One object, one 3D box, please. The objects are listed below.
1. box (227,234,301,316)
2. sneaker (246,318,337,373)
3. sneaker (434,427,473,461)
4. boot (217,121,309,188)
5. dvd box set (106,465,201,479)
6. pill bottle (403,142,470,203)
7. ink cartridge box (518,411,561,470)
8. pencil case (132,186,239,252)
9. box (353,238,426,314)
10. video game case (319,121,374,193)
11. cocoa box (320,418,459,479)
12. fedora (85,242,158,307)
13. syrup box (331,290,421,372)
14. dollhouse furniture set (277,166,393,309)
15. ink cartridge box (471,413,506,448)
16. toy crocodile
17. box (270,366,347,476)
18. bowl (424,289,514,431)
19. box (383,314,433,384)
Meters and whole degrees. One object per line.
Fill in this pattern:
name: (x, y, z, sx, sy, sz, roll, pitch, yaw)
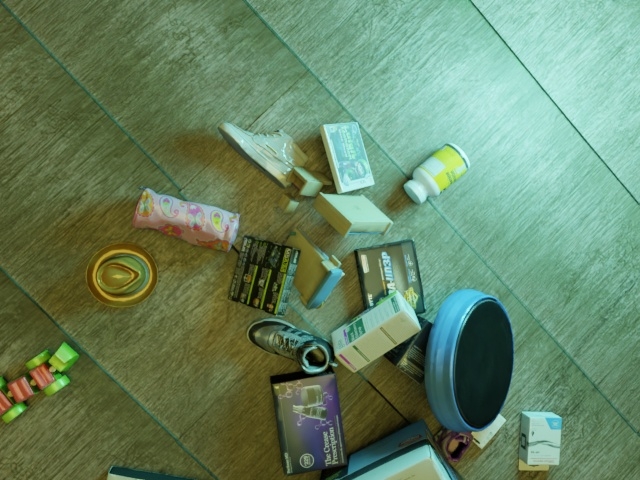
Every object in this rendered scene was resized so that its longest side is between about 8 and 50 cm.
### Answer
box: (-0.156, 0.094, 1.623, 0.184, 0.045, 0.191, 13, 88, 32)
sneaker: (-0.075, 0.291, 1.632, 0.268, 0.153, 0.101, 20, 87, -6)
sneaker: (0.412, 0.546, 1.725, 0.095, 0.104, 0.237, 27, 86, -6)
boot: (-0.156, -0.271, 1.660, 0.258, 0.095, 0.123, 40, 79, -14)
dvd box set: (-0.475, 0.861, 1.629, 0.307, 0.062, 0.421, 13, 89, -8)
pill bottle: (0.334, -0.191, 1.710, 0.184, 0.103, 0.103, -40, 95, -5)
ink cartridge box: (0.662, 0.614, 1.780, 0.104, 0.060, 0.180, 3, 90, -8)
pencil case: (-0.366, -0.056, 1.613, 0.283, 0.124, 0.124, 16, 88, -7)
box: (0.203, 0.117, 1.720, 0.175, 0.051, 0.221, -10, 92, -7)
video game case: (0.077, -0.236, 1.660, 0.022, 0.173, 0.191, -14, 93, 37)
cocoa box: (0.191, 0.694, 1.599, 0.347, 0.228, 0.232, -30, 94, 8)
fedora: (-0.544, 0.096, 1.607, 0.194, 0.079, 0.195, 0, 90, -8)
syrup box: (0.151, 0.255, 1.644, 0.236, 0.093, 0.096, -35, 118, 14)
dollhouse furniture set: (0.000, 0.000, 1.677, 0.286, 0.198, 0.303, 46, 117, 29)
ink cartridge box: (0.496, 0.560, 1.774, 0.063, 0.029, 0.115, 42, 86, -6)
toy crocodile: (-0.791, 0.392, 1.562, 0.340, 0.105, 0.115, -33, 94, -6)
box: (-0.034, 0.507, 1.668, 0.184, 0.103, 0.262, -8, 91, -5)
bowl: (0.423, 0.331, 1.624, 0.391, 0.077, 0.392, -1, 91, -48)
box: (0.273, 0.304, 1.679, 0.093, 0.156, 0.158, 37, 85, -5)
